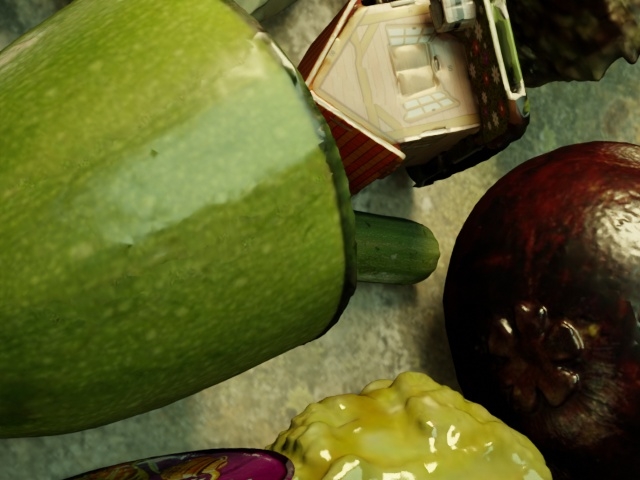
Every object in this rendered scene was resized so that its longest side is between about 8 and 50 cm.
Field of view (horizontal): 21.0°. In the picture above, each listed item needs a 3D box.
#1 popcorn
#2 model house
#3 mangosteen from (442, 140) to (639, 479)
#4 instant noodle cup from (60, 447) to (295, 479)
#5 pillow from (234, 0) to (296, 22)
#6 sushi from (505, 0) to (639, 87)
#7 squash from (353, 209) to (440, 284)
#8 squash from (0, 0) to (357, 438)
[{"bbox_3d":[0.064,0.215,1.337,0.256,0.195,0.255,19,33,-23],"label":"popcorn"},{"bbox_3d":[0.033,-0.143,1.370,0.154,0.294,0.207,-13,86,-14],"label":"model house"},{"bbox_3d":[0.254,0.063,1.441,0.293,0.297,0.297,-6,83,-31],"label":"mangosteen"},{"bbox_3d":[-0.119,0.270,1.191,0.251,0.251,0.190,-17,98,-34],"label":"instant noodle cup"},{"bbox_3d":[-0.081,-0.274,1.324,0.138,0.310,0.283,32,59,28],"label":"pillow"},{"bbox_3d":[0.200,-0.306,1.485,0.281,0.299,0.294,-42,103,-13],"label":"sushi"},{"bbox_3d":[0.000,0.000,1.422,0.229,0.066,0.066,7,76,-33],"label":"squash"},{"bbox_3d":[-0.183,0.003,1.167,0.309,0.310,0.310,-31,97,-31],"label":"squash"}]
